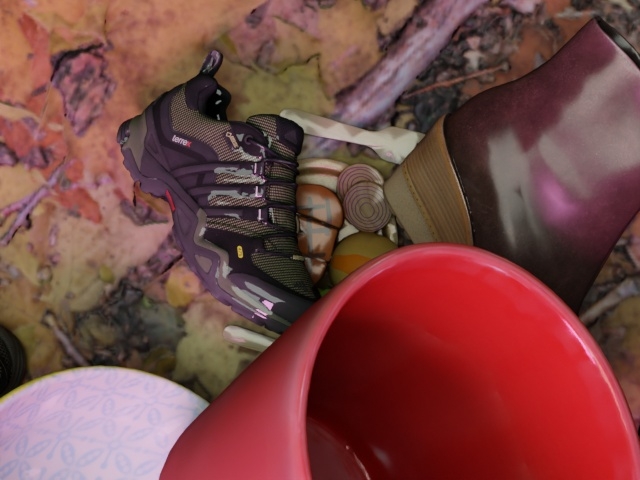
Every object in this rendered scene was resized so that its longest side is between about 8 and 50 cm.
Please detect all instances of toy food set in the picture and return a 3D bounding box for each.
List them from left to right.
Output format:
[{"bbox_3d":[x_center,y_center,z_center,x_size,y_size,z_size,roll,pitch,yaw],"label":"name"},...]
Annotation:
[{"bbox_3d":[0.000,0.000,1.075,0.132,0.038,0.192,13,91,5],"label":"toy food set"}]

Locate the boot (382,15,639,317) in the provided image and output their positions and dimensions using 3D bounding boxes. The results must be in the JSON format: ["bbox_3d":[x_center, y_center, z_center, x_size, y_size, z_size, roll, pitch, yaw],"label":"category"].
[{"bbox_3d":[0.180,-0.003,1.000,0.207,0.090,0.248,-35,89,26],"label":"boot"}]

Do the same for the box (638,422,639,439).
[{"bbox_3d":[0.258,0.094,0.884,0.079,0.322,0.257,13,106,5],"label":"box"}]

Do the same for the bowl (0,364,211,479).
[{"bbox_3d":[-0.175,0.244,1.015,0.156,0.289,0.289,-27,86,47],"label":"bowl"}]

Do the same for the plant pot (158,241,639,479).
[{"bbox_3d":[0.030,0.165,0.940,0.243,0.275,0.275,-31,86,49],"label":"plant pot"}]

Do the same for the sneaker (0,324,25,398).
[{"bbox_3d":[-0.338,0.058,1.062,0.227,0.130,0.087,27,90,7],"label":"sneaker"}]

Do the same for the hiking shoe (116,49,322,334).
[{"bbox_3d":[-0.050,-0.032,1.029,0.114,0.086,0.227,-44,70,14],"label":"hiking shoe"}]
